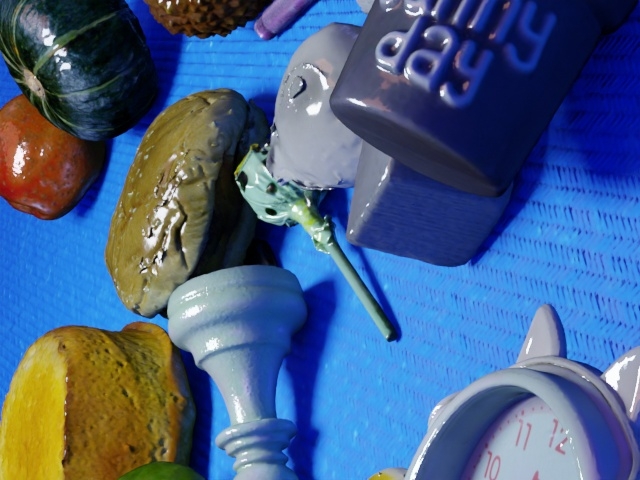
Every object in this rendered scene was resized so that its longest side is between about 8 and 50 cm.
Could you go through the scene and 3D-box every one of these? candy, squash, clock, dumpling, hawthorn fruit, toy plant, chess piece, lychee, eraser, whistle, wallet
[{"bbox_3d":[0.000,0.000,1.451,0.083,0.091,0.305,-62,36,23],"label":"candy"},{"bbox_3d":[-0.325,-0.253,2.051,0.165,0.252,0.252,-37,15,-21],"label":"squash"},{"bbox_3d":[0.148,0.211,0.999,0.265,0.108,0.324,26,101,65],"label":"clock"},{"bbox_3d":[0.035,-0.140,1.403,0.247,0.142,0.172,-22,26,47],"label":"dumpling"},{"bbox_3d":[-0.399,-0.122,2.219,0.189,0.189,0.189,-39,44,52],"label":"hawthorn fruit"},{"bbox_3d":[0.165,-0.236,1.111,0.279,0.185,0.400,20,81,58],"label":"toy plant"},{"bbox_3d":[-0.062,0.170,1.461,0.139,0.139,0.272,-39,56,52],"label":"chess piece"},{"bbox_3d":[-0.120,-0.336,1.728,0.200,0.200,0.238,-107,30,-47],"label":"lychee"},{"bbox_3d":[0.112,-0.159,1.240,0.077,0.111,0.353,172,110,-69],"label":"eraser"},{"bbox_3d":[-0.024,-0.268,1.672,0.176,0.033,0.033,-33,49,55],"label":"whistle"},{"bbox_3d":[-0.086,0.075,1.647,0.157,0.018,0.082,-66,27,23],"label":"wallet"}]

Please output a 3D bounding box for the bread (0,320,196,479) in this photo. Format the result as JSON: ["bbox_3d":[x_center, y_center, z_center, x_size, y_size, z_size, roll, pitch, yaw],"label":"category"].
[{"bbox_3d":[-0.260,0.237,1.744,0.312,0.172,0.312,-33,51,53],"label":"bread"}]

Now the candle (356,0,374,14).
[{"bbox_3d":[0.081,-0.297,1.350,0.068,0.168,0.192,12,130,28],"label":"candle"}]

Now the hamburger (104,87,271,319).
[{"bbox_3d":[-0.153,-0.043,1.687,0.285,0.134,0.266,-152,75,-69],"label":"hamburger"}]

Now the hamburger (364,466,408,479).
[{"bbox_3d":[0.057,0.244,1.187,0.141,0.081,0.127,115,154,-46],"label":"hamburger"}]

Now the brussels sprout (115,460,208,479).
[{"bbox_3d":[-0.161,0.312,1.537,0.181,0.161,0.144,52,162,21],"label":"brussels sprout"}]
